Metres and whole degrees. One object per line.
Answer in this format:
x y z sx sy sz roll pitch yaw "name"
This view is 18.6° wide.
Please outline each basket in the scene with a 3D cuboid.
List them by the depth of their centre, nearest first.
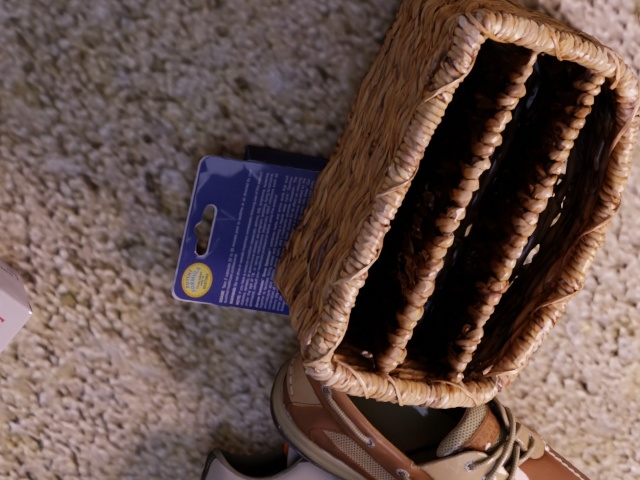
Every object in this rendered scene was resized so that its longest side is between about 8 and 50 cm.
0.120 -0.022 1.451 0.214 0.223 0.299 23 101 -13 "basket"

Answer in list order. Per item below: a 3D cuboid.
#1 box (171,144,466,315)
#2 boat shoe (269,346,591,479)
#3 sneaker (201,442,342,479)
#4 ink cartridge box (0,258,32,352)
0.000 0.000 1.588 0.225 0.036 0.136 9 116 -11 "box"
0.111 0.179 1.589 0.324 0.122 0.120 28 148 0 "boat shoe"
0.028 0.210 1.670 0.272 0.100 0.108 -7 101 -5 "sneaker"
-0.357 0.081 1.539 0.160 0.092 0.219 38 94 -24 "ink cartridge box"
